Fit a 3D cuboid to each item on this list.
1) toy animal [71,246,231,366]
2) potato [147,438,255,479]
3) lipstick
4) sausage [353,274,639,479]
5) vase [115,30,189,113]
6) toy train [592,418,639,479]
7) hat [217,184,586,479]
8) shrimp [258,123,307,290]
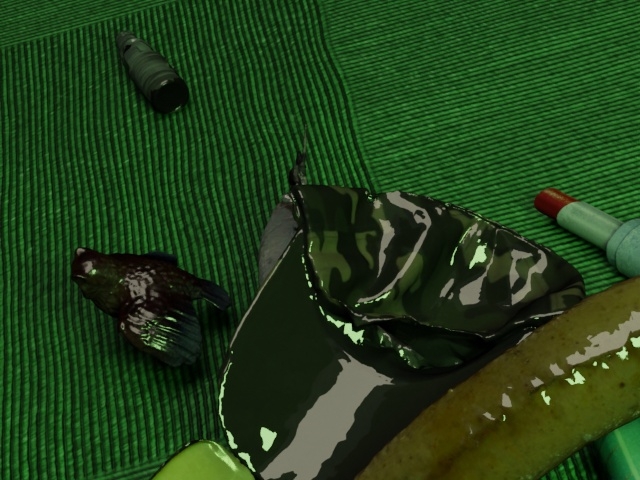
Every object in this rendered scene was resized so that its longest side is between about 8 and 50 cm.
[{"bbox_3d":[-0.208,0.052,1.974,0.116,0.179,0.218,-39,38,13],"label":"toy animal"},{"bbox_3d":[-0.162,0.337,1.657,0.111,0.160,0.272,-39,9,50],"label":"potato"},{"bbox_3d":[0.356,0.002,1.932,0.068,0.061,0.274,-35,42,-21],"label":"lipstick"},{"bbox_3d":[0.193,0.177,1.611,0.501,0.136,0.123,-35,23,6],"label":"sausage"},{"bbox_3d":[-0.258,-0.257,2.460,0.060,0.060,0.211,-25,39,-12],"label":"vase"},{"bbox_3d":[0.354,0.224,1.623,0.194,0.120,0.298,-20,38,2],"label":"toy train"},{"bbox_3d":[0.081,0.126,1.840,0.366,0.257,0.382,30,91,23],"label":"hat"},{"bbox_3d":[-0.006,-0.003,2.020,0.145,0.116,0.343,-10,46,6],"label":"shrimp"}]
